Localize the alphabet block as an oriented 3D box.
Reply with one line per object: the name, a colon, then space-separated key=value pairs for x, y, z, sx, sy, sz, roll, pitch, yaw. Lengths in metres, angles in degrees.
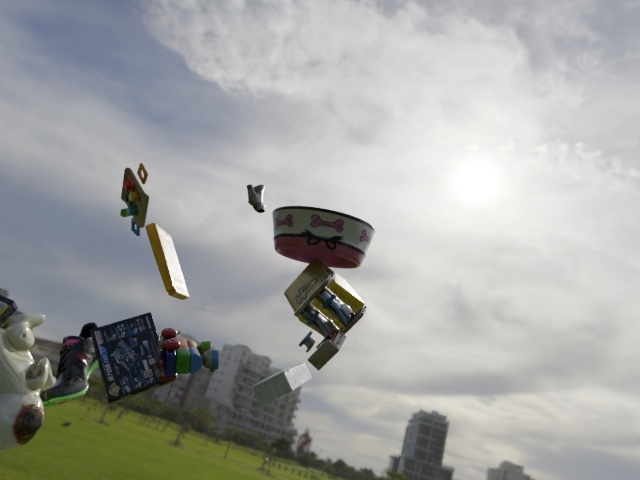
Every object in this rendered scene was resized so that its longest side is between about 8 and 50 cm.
alphabet block: x=0.011 y=0.219 z=1.875 sx=0.192 sy=0.193 sz=0.197 roll=37 pitch=6 yaw=-32

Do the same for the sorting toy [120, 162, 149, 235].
sorting toy: x=-0.776 y=-0.175 z=2.072 sx=0.196 sy=0.047 sz=0.348 roll=48 pitch=-48 yaw=27

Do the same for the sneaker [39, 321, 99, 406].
sneaker: x=-1.049 y=0.514 z=2.118 sx=0.185 sy=0.483 sz=0.202 roll=-15 pitch=-69 yaw=3

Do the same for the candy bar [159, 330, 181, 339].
candy bar: x=-0.669 y=0.410 z=2.142 sx=0.161 sy=0.018 sz=0.040 roll=-9 pitch=-11 yaw=-44

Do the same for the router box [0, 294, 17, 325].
router box: x=-1.056 y=0.214 z=1.545 sx=0.178 sy=0.133 sz=0.046 roll=20 pitch=-42 yaw=7

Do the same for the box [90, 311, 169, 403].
box: x=-0.551 y=0.338 z=1.463 sx=0.175 sy=0.220 sz=0.051 roll=-16 pitch=-16 yaw=-24

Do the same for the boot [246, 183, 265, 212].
boot: x=-0.189 y=-0.127 z=1.541 sx=0.042 sy=0.087 sz=0.118 roll=-23 pitch=-5 yaw=21

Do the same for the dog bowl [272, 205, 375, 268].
dog bowl: x=0.000 y=0.000 z=1.938 sx=0.407 sy=0.151 sz=0.408 roll=9 pitch=-12 yaw=2

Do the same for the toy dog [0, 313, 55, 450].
toy dog: x=-1.028 y=0.468 z=1.633 sx=0.284 sy=0.408 sz=0.395 roll=-20 pitch=-9 yaw=-12

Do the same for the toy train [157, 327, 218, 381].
toy train: x=-0.363 y=0.292 z=1.369 sx=0.143 sy=0.105 sz=0.248 roll=5 pitch=7 yaw=-21

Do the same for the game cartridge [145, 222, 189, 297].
game cartridge: x=-0.685 y=0.102 z=2.278 sx=0.052 sy=0.324 sz=0.285 roll=-21 pitch=-9 yaw=-6

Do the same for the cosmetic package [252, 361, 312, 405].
cosmetic package: x=-0.101 y=0.395 z=1.410 sx=0.098 sy=0.061 sz=0.239 roll=-26 pitch=-12 yaw=7

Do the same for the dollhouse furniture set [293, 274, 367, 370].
dollhouse furniture set: x=0.013 y=0.189 z=1.211 sx=0.129 sy=0.129 sz=0.183 roll=43 pitch=19 yaw=2
